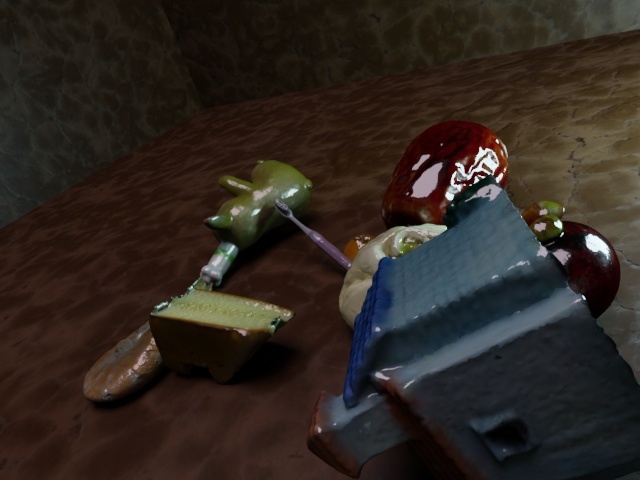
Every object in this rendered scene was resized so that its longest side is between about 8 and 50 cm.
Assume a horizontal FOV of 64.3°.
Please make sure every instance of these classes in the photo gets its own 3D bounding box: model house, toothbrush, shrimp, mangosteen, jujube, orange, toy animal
[{"bbox_3d":[0.151,0.153,0.574,0.329,0.295,0.252,-35,17,15],"label":"model house"},{"bbox_3d":[0.000,0.000,1.070,0.024,0.029,0.354,-39,49,-13],"label":"toothbrush"},{"bbox_3d":[-0.327,0.186,0.993,0.168,0.077,0.317,1,36,38],"label":"shrimp"},{"bbox_3d":[0.327,0.035,0.736,0.199,0.200,0.200,-14,28,8],"label":"mangosteen"},{"bbox_3d":[0.257,-0.119,1.067,0.223,0.223,0.318,8,45,41],"label":"jujube"},{"bbox_3d":[0.086,0.021,1.051,0.086,0.062,0.086,-17,27,9],"label":"orange"},{"bbox_3d":[-0.188,-0.060,1.242,0.363,0.181,0.180,-36,34,-30],"label":"toy animal"}]

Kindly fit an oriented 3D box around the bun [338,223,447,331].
[{"bbox_3d":[0.157,0.055,0.844,0.259,0.160,0.259,-14,26,7],"label":"bun"}]

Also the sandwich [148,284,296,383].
[{"bbox_3d":[-0.160,0.162,0.878,0.235,0.128,0.122,7,33,27],"label":"sandwich"}]
